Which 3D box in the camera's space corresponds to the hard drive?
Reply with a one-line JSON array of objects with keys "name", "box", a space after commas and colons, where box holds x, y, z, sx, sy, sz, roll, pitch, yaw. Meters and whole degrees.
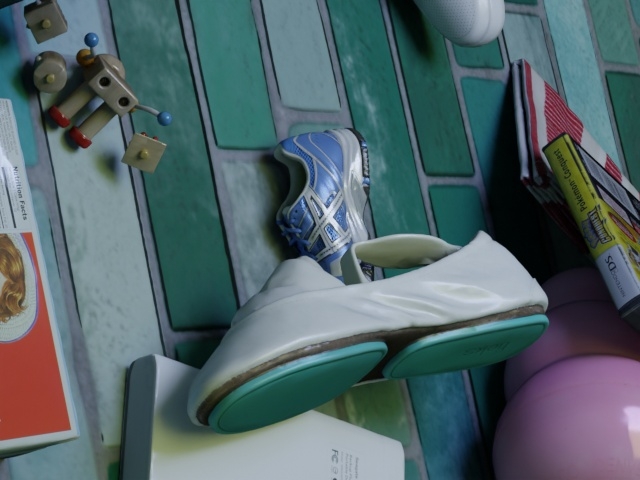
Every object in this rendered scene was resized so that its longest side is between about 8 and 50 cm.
[{"name": "hard drive", "box": [-0.043, 0.234, 1.545, 0.307, 0.040, 0.203, 24, 58, -41]}]

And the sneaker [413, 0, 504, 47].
[{"name": "sneaker", "box": [0.064, -0.315, 1.848, 0.169, 0.108, 0.292, -22, 83, -49]}]

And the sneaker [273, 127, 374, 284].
[{"name": "sneaker", "box": [0.000, 0.000, 1.677, 0.081, 0.080, 0.211, 1, 75, -22]}]

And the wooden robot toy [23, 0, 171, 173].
[{"name": "wooden robot toy", "box": [-0.193, -0.133, 1.521, 0.173, 0.076, 0.079, 48, 9, -25]}]

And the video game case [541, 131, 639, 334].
[{"name": "video game case", "box": [0.346, 0.043, 1.853, 0.275, 0.035, 0.248, 37, 24, -39]}]

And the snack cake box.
[{"name": "snack cake box", "box": [-0.281, 0.031, 1.317, 0.152, 0.089, 0.264, -2, 77, -51]}]

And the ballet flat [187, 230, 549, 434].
[{"name": "ballet flat", "box": [0.027, 0.067, 1.563, 0.400, 0.139, 0.139, -11, 83, -40]}]

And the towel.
[{"name": "towel", "box": [0.322, -0.034, 2.023, 0.329, 0.037, 0.237, 45, 26, -27]}]

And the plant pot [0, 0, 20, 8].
[{"name": "plant pot", "box": [-0.203, -0.340, 1.363, 0.341, 0.334, 0.341, 21, 61, -43]}]

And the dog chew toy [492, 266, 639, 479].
[{"name": "dog chew toy", "box": [0.273, 0.156, 1.822, 0.206, 0.206, 0.332, 44, 30, -28]}]
